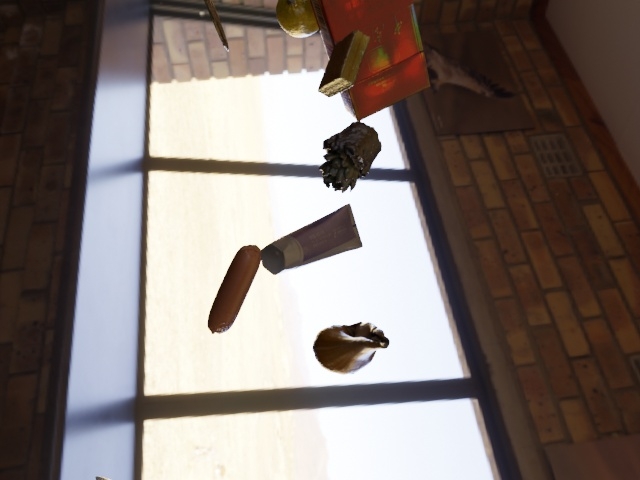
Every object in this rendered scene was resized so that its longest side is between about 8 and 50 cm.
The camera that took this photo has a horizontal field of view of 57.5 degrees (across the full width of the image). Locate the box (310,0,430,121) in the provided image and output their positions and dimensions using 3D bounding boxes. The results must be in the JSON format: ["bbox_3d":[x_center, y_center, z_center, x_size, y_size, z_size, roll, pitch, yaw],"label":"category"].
[{"bbox_3d":[0.112,-0.445,1.285,0.089,0.197,0.313,55,-9,49],"label":"box"}]

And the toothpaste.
[{"bbox_3d":[0.000,0.000,1.432,0.371,0.080,0.125,-23,96,-52],"label":"toothpaste"}]

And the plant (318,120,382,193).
[{"bbox_3d":[0.076,-0.231,1.607,0.129,0.194,0.132,25,-26,32],"label":"plant"}]

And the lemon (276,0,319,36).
[{"bbox_3d":[-0.045,-0.511,1.306,0.133,0.109,0.109,9,75,-76],"label":"lemon"}]

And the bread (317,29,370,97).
[{"bbox_3d":[0.039,-0.299,0.997,0.090,0.035,0.094,-3,-114,65],"label":"bread"}]

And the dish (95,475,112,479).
[{"bbox_3d":[-0.498,0.621,1.411,0.137,0.039,0.091,27,-40,54],"label":"dish"}]

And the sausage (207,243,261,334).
[{"bbox_3d":[-0.249,0.142,1.680,0.289,0.086,0.086,-63,-165,14],"label":"sausage"}]

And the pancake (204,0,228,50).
[{"bbox_3d":[-0.202,-0.426,1.139,0.115,0.011,0.115,-22,90,-88],"label":"pancake"}]

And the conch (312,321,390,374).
[{"bbox_3d":[0.060,0.201,1.064,0.330,0.109,0.093,165,-85,-70],"label":"conch"}]
